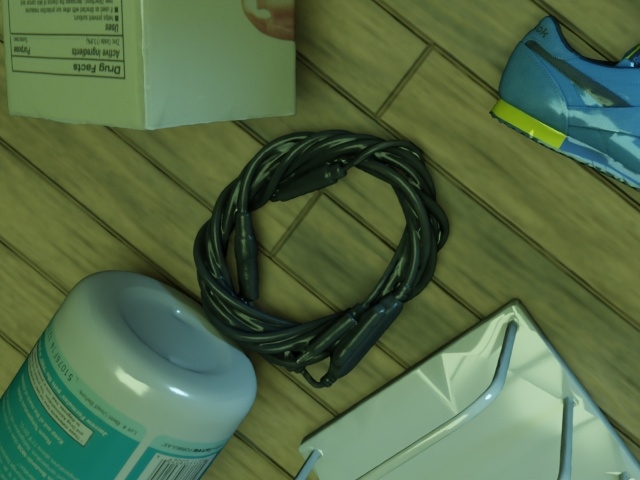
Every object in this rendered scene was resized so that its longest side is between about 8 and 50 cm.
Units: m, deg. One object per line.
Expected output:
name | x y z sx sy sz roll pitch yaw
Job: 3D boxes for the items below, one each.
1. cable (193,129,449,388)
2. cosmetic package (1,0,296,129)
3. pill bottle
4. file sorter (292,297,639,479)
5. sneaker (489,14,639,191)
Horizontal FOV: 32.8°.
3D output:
cable | 0.000 0.000 0.747 0.150 0.047 0.184 40 106 10
cosmetic package | -0.106 -0.221 0.653 0.153 0.129 0.296 12 107 42
pill bottle | -0.170 0.161 0.763 0.146 0.146 0.264 37 107 3
file sorter | 0.123 0.220 0.693 0.192 0.173 0.278 -36 92 18
sneaker | 0.211 -0.067 0.667 0.209 0.069 0.082 29 103 6
